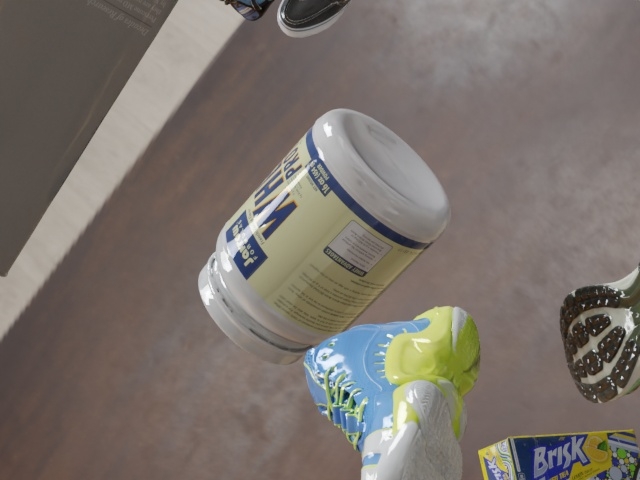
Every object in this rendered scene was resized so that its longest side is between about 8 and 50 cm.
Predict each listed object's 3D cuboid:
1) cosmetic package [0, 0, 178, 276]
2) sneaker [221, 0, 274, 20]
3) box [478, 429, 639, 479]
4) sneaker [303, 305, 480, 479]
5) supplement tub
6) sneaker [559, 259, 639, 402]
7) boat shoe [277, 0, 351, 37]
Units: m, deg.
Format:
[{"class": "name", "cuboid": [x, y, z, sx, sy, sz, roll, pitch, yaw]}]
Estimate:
[{"class": "cosmetic package", "cuboid": [-0.165, -0.115, 0.547, 0.127, 0.107, 0.238, 43, 105, 35]}, {"class": "sneaker", "cuboid": [-0.057, -0.157, 0.625, 0.162, 0.073, 0.063, -22, 29, -10]}, {"class": "box", "cuboid": [0.247, 0.229, 1.089, 0.054, 0.168, 0.059, -42, 52, 53]}, {"class": "sneaker", "cuboid": [0.039, 0.128, 0.773, 0.126, 0.240, 0.091, -6, 109, 21]}, {"class": "supplement tub", "cuboid": [0.000, 0.000, 1.526, 0.325, 0.235, 0.235, -47, 64, 24]}, {"class": "sneaker", "cuboid": [0.451, 0.097, 1.344, 0.182, 0.410, 0.158, -2, 67, -21]}, {"class": "boat shoe", "cuboid": [0.036, -0.366, 1.474, 0.228, 0.076, 0.080, -32, 79, -1]}]
